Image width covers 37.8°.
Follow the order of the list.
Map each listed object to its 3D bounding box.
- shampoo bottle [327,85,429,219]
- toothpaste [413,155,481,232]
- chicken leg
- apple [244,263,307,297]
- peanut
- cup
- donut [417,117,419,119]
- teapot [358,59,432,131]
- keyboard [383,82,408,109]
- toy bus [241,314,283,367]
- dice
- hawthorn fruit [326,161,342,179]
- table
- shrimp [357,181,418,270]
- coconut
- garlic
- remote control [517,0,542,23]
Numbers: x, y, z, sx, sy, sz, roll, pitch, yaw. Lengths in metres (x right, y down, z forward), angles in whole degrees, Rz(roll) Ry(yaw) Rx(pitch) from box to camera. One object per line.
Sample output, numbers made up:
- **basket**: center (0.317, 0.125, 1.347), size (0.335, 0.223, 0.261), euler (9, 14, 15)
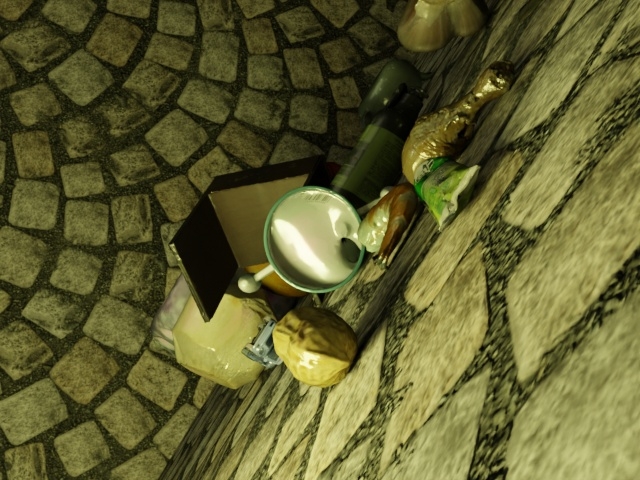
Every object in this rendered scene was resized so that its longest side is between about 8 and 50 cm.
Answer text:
- **shampoo bottle**: center (0.120, -0.176, 1.795), size (0.284, 0.101, 0.101), euler (-58, 3, -7)
- **toothpaste**: center (0.137, -0.062, 1.037), size (0.078, 0.047, 0.248), euler (-59, 5, 9)
- **chicken leg**: center (0.173, -0.155, 1.193), size (0.198, 0.069, 0.085), euler (-48, 9, 27)
- **apple**: center (-0.064, 0.014, 2.098), size (0.237, 0.207, 0.237), euler (-41, 22, 21)
- **peanut**: center (-0.006, 0.117, 1.054), size (0.083, 0.093, 0.194), euler (-44, 0, -5)
- **cup**: center (0.000, 0.000, 1.515), size (0.300, 0.167, 0.173), euler (-31, -4, 5)
- **donut**: center (0.171, -0.217, 1.932), size (0.108, 0.043, 0.097), euler (-59, 2, 20)
- **teapot**: center (0.185, -0.361, 2.376), size (0.294, 0.129, 0.193), euler (-62, 6, -35)
- **keyboard**: center (0.159, -0.250, 1.989), size (0.106, 0.016, 0.262), euler (-58, -14, -7)
- **toy bus**: center (-0.097, 0.195, 1.752), size (0.073, 0.076, 0.167), euler (-57, 1, -14)
- **dice**: center (-0.235, 0.171, 2.264), size (0.271, 0.270, 0.270), euler (-59, 4, -23)
- **hawthorn fruit**: center (0.010, -0.113, 2.341), size (0.173, 0.173, 0.179), euler (-57, 4, 2)
- **table**: center (-0.106, -0.003, 1.805), size (0.251, 0.196, 0.282), euler (-9, 28, 19)
- **shrimp**: center (0.086, -0.002, 1.274), size (0.161, 0.049, 0.166), euler (-52, 14, 45)
- **coconut**: center (-0.196, 0.191, 2.003), size (0.241, 0.241, 0.241), euler (-57, 3, 5)
- **garlic**: center (0.245, -0.520, 1.943), size (0.210, 0.237, 0.292), euler (-15, 7, 0)
- **remote control**: center (0.313, -0.351, 1.373), size (0.034, 0.016, 0.091), euler (-63, 4, -16)
